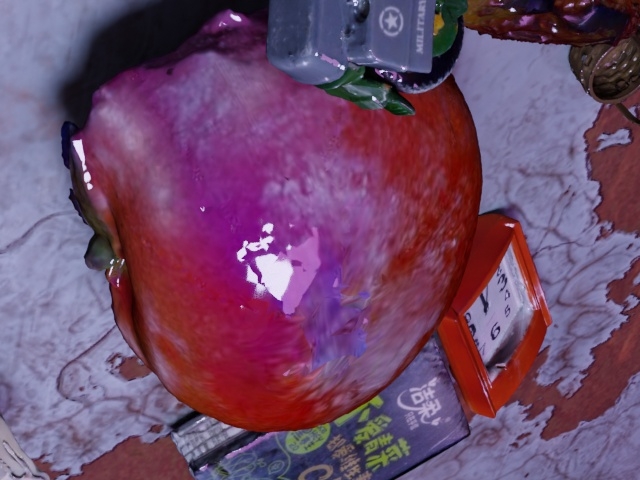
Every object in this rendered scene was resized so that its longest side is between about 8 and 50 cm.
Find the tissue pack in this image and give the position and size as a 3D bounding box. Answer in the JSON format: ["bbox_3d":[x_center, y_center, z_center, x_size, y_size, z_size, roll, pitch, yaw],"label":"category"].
[{"bbox_3d":[0.004,0.165,1.422,0.235,0.073,0.173,-30,141,-4],"label":"tissue pack"}]

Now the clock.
[{"bbox_3d":[0.137,0.061,1.401,0.113,0.061,0.155,-55,145,-25],"label":"clock"}]

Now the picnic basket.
[{"bbox_3d":[0.235,-0.128,1.266,0.072,0.083,0.072,-20,141,-18],"label":"picnic basket"}]

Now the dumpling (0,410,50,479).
[{"bbox_3d":[-0.294,0.150,1.173,0.199,0.118,0.136,28,131,-19],"label":"dumpling"}]

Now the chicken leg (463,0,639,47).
[{"bbox_3d":[0.144,-0.217,1.124,0.322,0.083,0.177,10,116,-43],"label":"chicken leg"}]

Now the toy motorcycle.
[{"bbox_3d":[0.018,-0.211,0.930,0.187,0.125,0.274,3,90,-34],"label":"toy motorcycle"}]

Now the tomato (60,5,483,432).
[{"bbox_3d":[0.002,-0.001,1.094,0.290,0.176,0.335,-24,139,-17],"label":"tomato"}]
